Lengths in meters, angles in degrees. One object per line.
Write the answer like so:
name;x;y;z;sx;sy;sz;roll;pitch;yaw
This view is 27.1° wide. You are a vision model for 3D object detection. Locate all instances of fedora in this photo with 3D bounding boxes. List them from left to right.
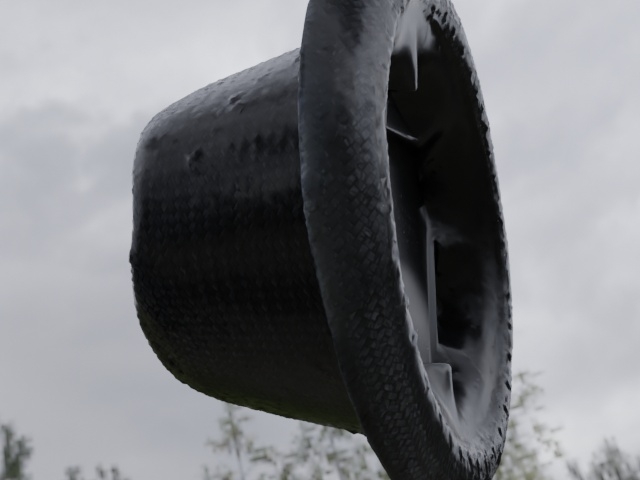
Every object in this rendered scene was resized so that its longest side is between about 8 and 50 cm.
fedora;0.000;0.000;0.695;0.153;0.334;0.334;-5;-29;17
